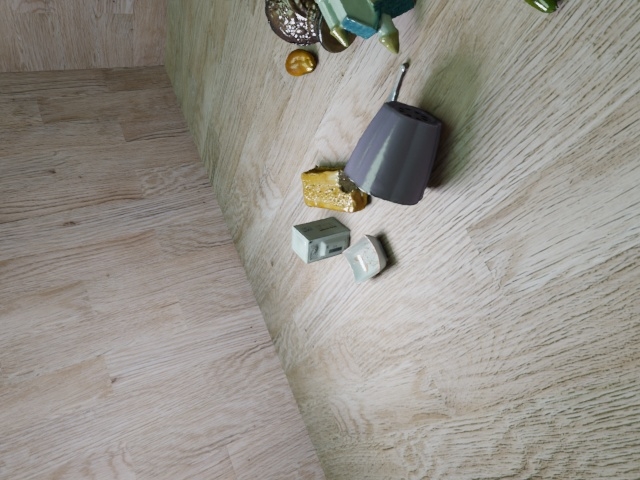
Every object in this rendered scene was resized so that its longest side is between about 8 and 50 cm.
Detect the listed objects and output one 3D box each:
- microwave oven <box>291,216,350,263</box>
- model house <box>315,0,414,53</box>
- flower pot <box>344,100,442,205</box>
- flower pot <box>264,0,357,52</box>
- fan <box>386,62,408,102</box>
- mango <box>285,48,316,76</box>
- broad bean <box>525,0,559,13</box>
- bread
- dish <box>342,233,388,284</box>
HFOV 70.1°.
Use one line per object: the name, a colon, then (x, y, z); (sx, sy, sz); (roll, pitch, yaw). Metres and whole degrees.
microwave oven: (0.000, 0.000, 1.937); (0.162, 0.208, 0.123); (43, 138, 45)
model house: (0.143, -0.695, 1.349); (0.325, 0.267, 0.194); (61, 177, -13)
flower pot: (0.232, -0.269, 1.364); (0.265, 0.264, 0.243); (51, 133, 38)
flower pot: (-0.012, -0.782, 1.561); (0.267, 0.266, 0.267); (41, 138, 30)
fan: (0.234, -0.447, 1.499); (0.057, 0.023, 0.282); (59, 149, 31)
mango: (-0.075, -0.728, 1.866); (0.159, 0.084, 0.105); (10, 114, 36)
broad bean: (0.445, -0.585, 1.018); (0.255, 0.046, 0.065); (59, 155, 30)
bread: (0.053, -0.214, 1.852); (0.380, 0.109, 0.186); (16, 112, 57)
dish: (0.184, 0.069, 1.776); (0.151, 0.077, 0.212); (66, 151, 13)
